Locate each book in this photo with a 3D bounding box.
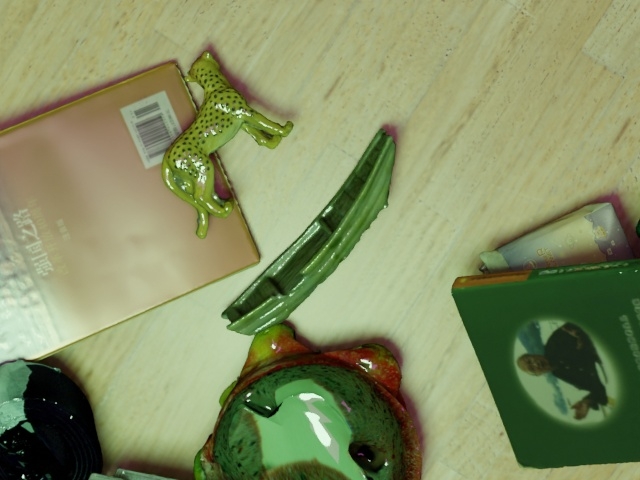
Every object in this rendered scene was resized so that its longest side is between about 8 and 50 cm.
[{"bbox_3d":[-0.289,-0.019,1.737,0.374,0.028,0.262,-23,95,-8],"label":"book"},{"bbox_3d":[0.349,0.135,1.631,0.371,0.043,0.260,-6,118,32],"label":"book"}]

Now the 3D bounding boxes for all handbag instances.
[{"bbox_3d":[0.276,0.036,1.728,0.173,0.095,0.117,-22,89,-3],"label":"handbag"}]

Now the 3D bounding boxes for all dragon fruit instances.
[{"bbox_3d":[-0.009,0.238,1.743,0.268,0.130,0.295,-28,94,10],"label":"dragon fruit"}]

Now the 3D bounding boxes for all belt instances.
[{"bbox_3d":[-0.338,0.227,1.732,0.151,0.078,0.198,-21,130,-1],"label":"belt"}]

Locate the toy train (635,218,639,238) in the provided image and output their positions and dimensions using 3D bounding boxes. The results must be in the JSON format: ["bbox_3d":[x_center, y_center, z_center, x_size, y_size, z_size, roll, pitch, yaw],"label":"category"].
[{"bbox_3d":[0.533,-0.020,1.673,0.429,0.178,0.249,-43,81,6],"label":"toy train"}]

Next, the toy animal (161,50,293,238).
[{"bbox_3d":[-0.132,-0.109,1.719,0.136,0.073,0.181,36,83,-7],"label":"toy animal"}]

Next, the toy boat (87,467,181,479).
[{"bbox_3d":[-0.116,0.336,1.648,0.320,0.141,0.092,9,136,9],"label":"toy boat"}]

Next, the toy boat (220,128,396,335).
[{"bbox_3d":[0.000,0.000,1.733,0.055,0.093,0.293,39,94,-19],"label":"toy boat"}]
